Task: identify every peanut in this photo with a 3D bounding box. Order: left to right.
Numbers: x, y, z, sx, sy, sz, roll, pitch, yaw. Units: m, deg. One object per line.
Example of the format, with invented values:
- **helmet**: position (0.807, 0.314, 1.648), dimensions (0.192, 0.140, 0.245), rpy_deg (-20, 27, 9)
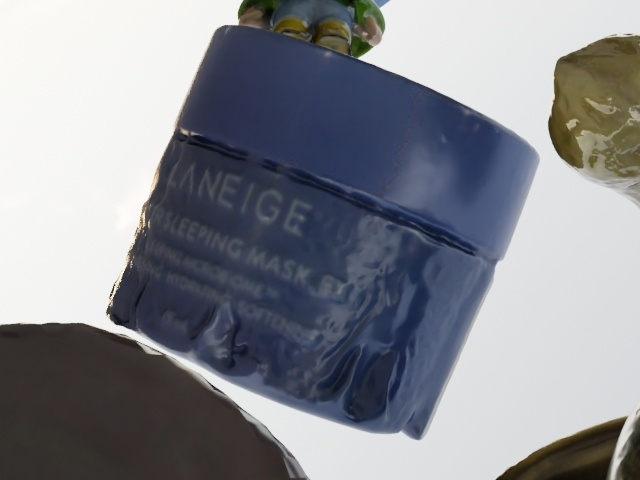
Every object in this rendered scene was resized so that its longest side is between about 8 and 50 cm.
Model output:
- **peanut**: position (0.211, -0.050, 0.833), dimensions (0.103, 0.229, 0.098), rpy_deg (-14, -126, 52)

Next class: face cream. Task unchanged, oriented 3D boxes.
- **face cream**: position (0.000, 0.000, 0.985), dimensions (0.249, 0.249, 0.225), rpy_deg (17, -94, 59)

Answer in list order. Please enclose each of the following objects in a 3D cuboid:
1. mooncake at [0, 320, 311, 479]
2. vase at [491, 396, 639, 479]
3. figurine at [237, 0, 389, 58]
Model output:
- **mooncake**: position (-0.107, 0.139, 0.385), dimensions (0.245, 0.245, 0.133), rpy_deg (-57, -174, -33)
- **vase**: position (0.207, 0.183, 0.746), dimensions (0.329, 0.241, 0.302), rpy_deg (7, -134, 47)
- **figurine**: position (-0.008, -0.235, 1.289), dimensions (0.162, 0.143, 0.263), rpy_deg (1, -142, -1)
